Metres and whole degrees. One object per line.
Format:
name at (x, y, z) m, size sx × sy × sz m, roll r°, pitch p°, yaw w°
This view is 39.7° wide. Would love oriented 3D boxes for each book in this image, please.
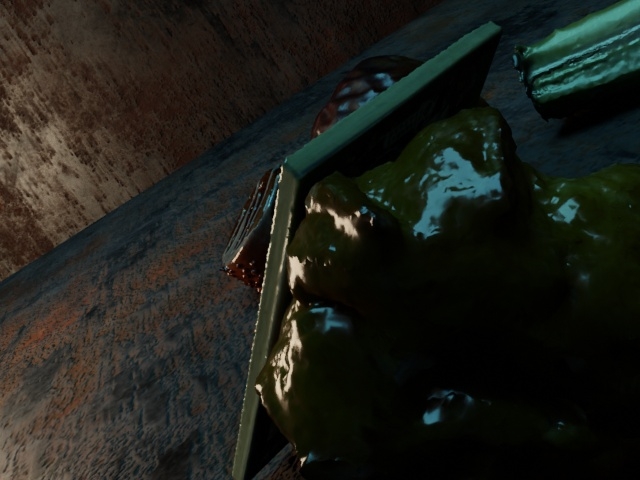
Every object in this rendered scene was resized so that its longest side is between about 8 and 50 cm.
book at (0.028, 0.020, 0.638) m, size 0.228 × 0.018 × 0.323 m, roll -39°, pitch -27°, yaw -38°

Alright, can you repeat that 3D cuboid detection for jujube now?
jujube at (0.085, -0.079, 0.926) m, size 0.216 × 0.216 × 0.342 m, roll -30°, pitch 8°, yaw 5°

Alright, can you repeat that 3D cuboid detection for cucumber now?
cucumber at (0.389, -0.233, 0.987) m, size 0.325 × 0.105 × 0.145 m, roll -24°, pitch -9°, yaw 27°

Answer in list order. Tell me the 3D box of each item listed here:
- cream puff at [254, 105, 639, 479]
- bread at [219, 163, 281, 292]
cream puff at (0.082, 0.058, 0.490) m, size 0.269 × 0.241 × 0.155 m, roll -57°, pitch 3°, yaw 19°
bread at (-0.064, -0.015, 1.122) m, size 0.160 × 0.073 × 0.160 m, roll -52°, pitch 19°, yaw 26°
